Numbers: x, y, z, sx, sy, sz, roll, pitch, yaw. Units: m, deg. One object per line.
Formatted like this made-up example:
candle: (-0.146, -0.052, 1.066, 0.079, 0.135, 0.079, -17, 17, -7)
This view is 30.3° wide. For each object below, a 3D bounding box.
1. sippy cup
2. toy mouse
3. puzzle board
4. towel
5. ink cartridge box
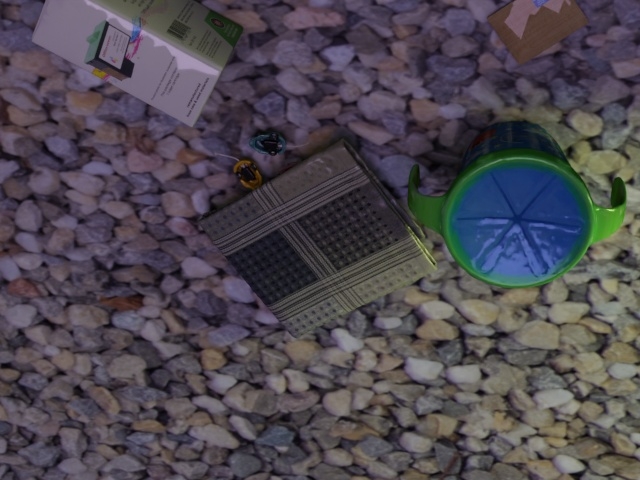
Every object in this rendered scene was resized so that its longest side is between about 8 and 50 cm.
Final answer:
sippy cup: (0.311, -0.077, 1.892, 0.305, 0.224, 0.240, 35, 118, -12)
toy mouse: (-0.074, -0.136, 2.015, 0.143, 0.031, 0.161, -34, 110, 23)
puzzle board: (0.342, -0.347, 1.861, 0.128, 0.011, 0.096, -32, 110, 21)
towel: (0.000, 0.000, 2.060, 0.324, 0.056, 0.312, -26, 118, 23)
ink cartridge box: (-0.280, -0.321, 1.840, 0.278, 0.201, 0.117, 28, 118, -9)
